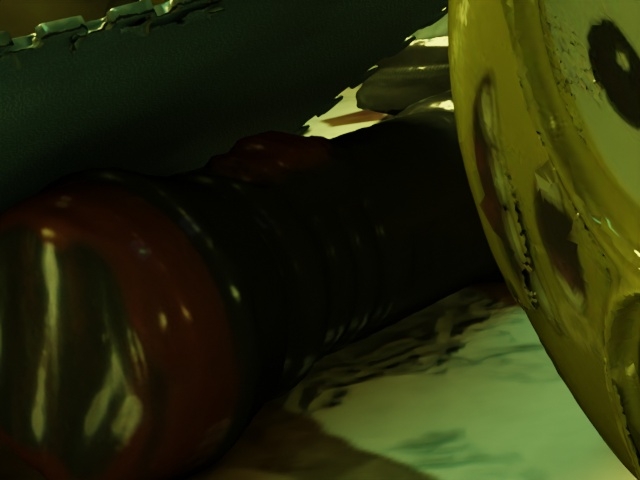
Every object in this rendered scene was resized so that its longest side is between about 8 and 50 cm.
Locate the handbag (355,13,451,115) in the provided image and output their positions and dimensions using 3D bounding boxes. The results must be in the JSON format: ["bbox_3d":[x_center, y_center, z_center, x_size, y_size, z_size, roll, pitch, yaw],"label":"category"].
[{"bbox_3d":[0.189,-0.109,0.939,0.332,0.075,0.191,-6,11,24],"label":"handbag"}]

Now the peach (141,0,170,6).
[{"bbox_3d":[0.016,-0.270,1.145,0.242,0.306,0.380,-19,-2,-32],"label":"peach"}]

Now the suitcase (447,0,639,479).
[{"bbox_3d":[0.113,-0.021,0.378,0.143,0.194,0.235,-20,16,-12],"label":"suitcase"}]

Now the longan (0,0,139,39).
[{"bbox_3d":[-0.255,-0.226,1.035,0.391,0.391,0.391,-8,14,2],"label":"longan"}]

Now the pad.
[{"bbox_3d":[-0.090,-0.007,0.554,0.269,0.012,0.269,-21,-11,-44],"label":"pad"}]

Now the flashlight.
[{"bbox_3d":[0.000,0.000,0.579,0.093,0.093,0.232,3,17,38],"label":"flashlight"}]
